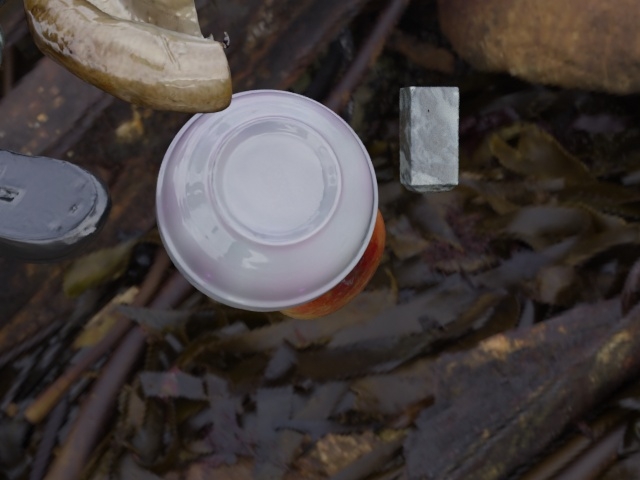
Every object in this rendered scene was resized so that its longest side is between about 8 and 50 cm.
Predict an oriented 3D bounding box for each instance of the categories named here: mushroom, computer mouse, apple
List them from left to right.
[{"bbox_3d":[-0.372,-0.039,1.426,0.270,0.086,0.137,12,63,26],"label":"computer mouse"},{"bbox_3d":[-0.193,-0.212,1.036,0.151,0.156,0.285,-20,59,-17],"label":"mushroom"},{"bbox_3d":[0.000,0.000,1.736,0.251,0.293,0.163,-50,47,-9],"label":"apple"}]

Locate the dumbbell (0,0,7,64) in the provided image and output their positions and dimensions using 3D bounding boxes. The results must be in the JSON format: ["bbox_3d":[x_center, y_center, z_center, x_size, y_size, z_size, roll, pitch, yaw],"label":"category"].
[{"bbox_3d":[-0.428,-0.364,1.539,0.179,0.179,0.406,20,60,32],"label":"dumbbell"}]

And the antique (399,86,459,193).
[{"bbox_3d":[0.186,-0.172,1.915,0.086,0.088,0.183,-2,97,-9],"label":"antique"}]

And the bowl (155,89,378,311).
[{"bbox_3d":[-0.062,-0.059,1.379,0.287,0.144,0.286,1,82,-7],"label":"bowl"}]
